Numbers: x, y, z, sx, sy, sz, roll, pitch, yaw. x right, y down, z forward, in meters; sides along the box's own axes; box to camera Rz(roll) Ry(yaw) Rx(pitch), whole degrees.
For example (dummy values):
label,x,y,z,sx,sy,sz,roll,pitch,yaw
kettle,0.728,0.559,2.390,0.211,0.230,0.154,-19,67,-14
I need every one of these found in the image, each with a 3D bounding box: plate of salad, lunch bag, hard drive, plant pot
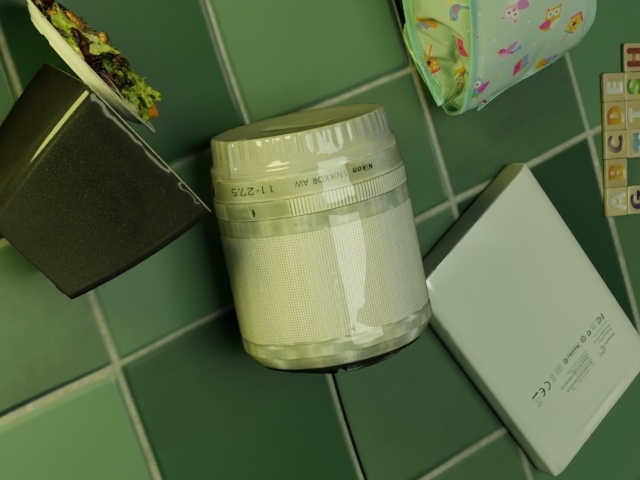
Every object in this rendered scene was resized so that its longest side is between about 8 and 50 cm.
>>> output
label,x,y,z,sx,sy,sz,roll,pitch,yaw
plate of salad,-0.231,-0.191,1.549,0.048,0.200,0.200,-42,116,2
lunch bag,0.216,-0.306,1.845,0.223,0.160,0.262,-32,129,-27
hard drive,0.279,0.106,1.985,0.233,0.047,0.353,-47,116,-21
plant pot,-0.258,-0.052,1.561,0.167,0.188,0.187,-46,116,-6

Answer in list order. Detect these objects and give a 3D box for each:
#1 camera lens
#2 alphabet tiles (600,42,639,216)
label,x,y,z,sx,sy,sz,roll,pitch,yaw
camera lens,0.000,0.000,1.696,0.219,0.219,0.274,-18,103,-31
alphabet tiles,0.470,-0.159,2.111,0.198,0.009,0.237,-6,97,-32
